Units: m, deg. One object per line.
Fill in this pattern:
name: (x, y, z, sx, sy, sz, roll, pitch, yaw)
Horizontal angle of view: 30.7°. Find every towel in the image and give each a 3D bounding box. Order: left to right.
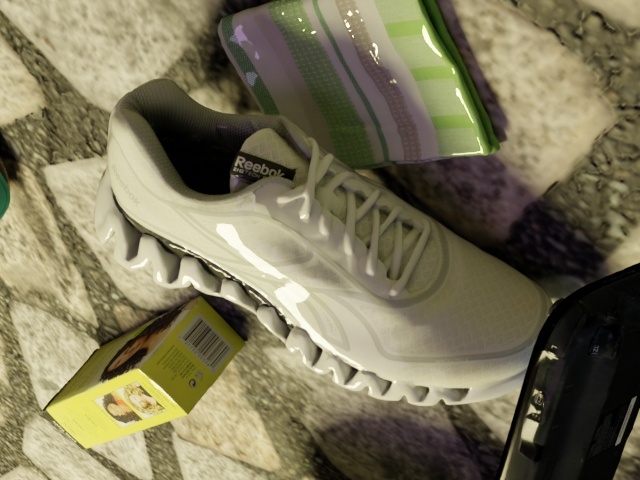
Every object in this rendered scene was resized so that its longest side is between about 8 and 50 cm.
towel: (0.016, -0.086, 0.650, 0.152, 0.023, 0.113, -1, 129, 45)

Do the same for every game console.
game console: (0.136, 0.167, 0.684, 0.044, 0.213, 0.361, 31, 127, 30)

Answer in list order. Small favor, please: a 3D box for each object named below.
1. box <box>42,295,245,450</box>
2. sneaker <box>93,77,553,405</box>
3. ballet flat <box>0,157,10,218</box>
box: (-0.157, 0.118, 1.001, 0.058, 0.087, 0.232, 46, 145, -11)
sneaker: (0.000, 0.000, 0.666, 0.292, 0.110, 0.118, 22, 143, 9)
ballet flat: (-0.352, -0.131, 0.904, 0.106, 0.107, 0.316, 27, 145, 44)
